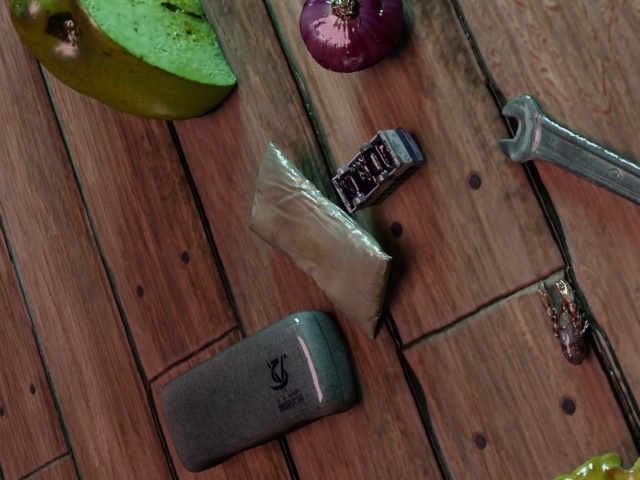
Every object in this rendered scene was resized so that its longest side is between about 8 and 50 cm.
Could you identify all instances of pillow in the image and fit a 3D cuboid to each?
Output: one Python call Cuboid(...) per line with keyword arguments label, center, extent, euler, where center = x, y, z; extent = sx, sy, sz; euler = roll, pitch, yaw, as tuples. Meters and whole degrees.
Cuboid(label="pillow", center=(0.000, 0.000, 1.319), extent=(0.229, 0.050, 0.148), euler=(43, 150, 30))

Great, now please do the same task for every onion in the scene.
Cuboid(label="onion", center=(0.035, -0.235, 1.241), extent=(0.115, 0.104, 0.115), euler=(-4, 68, 9))

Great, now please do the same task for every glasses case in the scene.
Cuboid(label="glasses case", center=(-0.086, 0.193, 1.432), extent=(0.323, 0.074, 0.131), euler=(-31, 75, 44))

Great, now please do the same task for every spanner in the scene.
Cuboid(label="spanner", center=(0.274, -0.062, 1.052), extent=(0.302, 0.017, 0.071), euler=(33, 118, 44))

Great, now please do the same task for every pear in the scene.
Cuboid(label="pear", center=(-0.269, -0.268, 1.440), extent=(0.159, 0.292, 0.292), euler=(-34, 71, 33))

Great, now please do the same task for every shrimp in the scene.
Cuboid(label="shrimp", center=(0.241, 0.074, 1.110), extent=(0.038, 0.029, 0.092), euler=(-42, 62, 41))

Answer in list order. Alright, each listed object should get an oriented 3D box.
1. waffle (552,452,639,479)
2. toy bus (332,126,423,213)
Cuboid(label="waffle", center=(0.293, 0.339, 0.968), extent=(0.302, 0.068, 0.325), euler=(-20, 68, 12))
Cuboid(label="toy bus", center=(0.065, -0.078, 1.250), extent=(0.102, 0.058, 0.052), euler=(-44, 69, 45))
